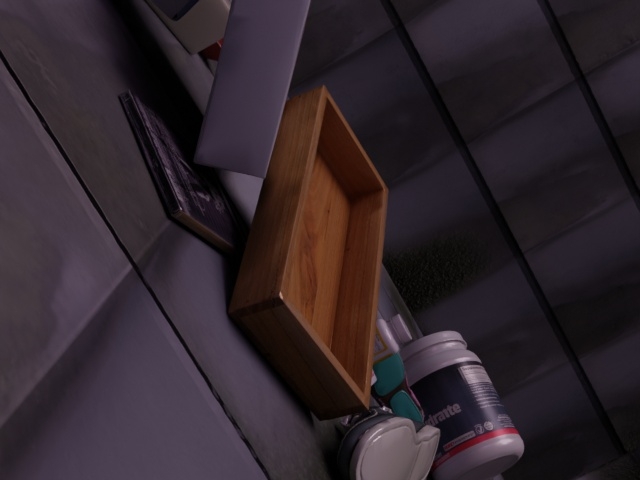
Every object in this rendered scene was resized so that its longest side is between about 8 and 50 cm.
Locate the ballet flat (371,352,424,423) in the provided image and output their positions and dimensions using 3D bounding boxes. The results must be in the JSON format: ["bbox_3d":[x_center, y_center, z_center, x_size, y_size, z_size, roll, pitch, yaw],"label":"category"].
[{"bbox_3d":[0.122,0.257,1.502,0.079,0.077,0.221,39,-21,57],"label":"ballet flat"}]

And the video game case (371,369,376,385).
[{"bbox_3d":[0.004,0.084,1.197,0.285,0.025,0.204,66,8,7],"label":"video game case"}]

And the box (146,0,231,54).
[{"bbox_3d":[-0.242,-0.436,1.393,0.094,0.113,0.275,65,6,25],"label":"box"}]

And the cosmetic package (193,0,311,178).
[{"bbox_3d":[-0.084,-0.258,1.123,0.377,0.097,0.284,-106,-151,-75],"label":"cosmetic package"}]

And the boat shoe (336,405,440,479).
[{"bbox_3d":[0.070,0.269,1.074,0.099,0.116,0.319,18,-4,24],"label":"boat shoe"}]

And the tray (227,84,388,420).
[{"bbox_3d":[0.000,0.000,1.065,0.203,0.076,0.411,55,29,-33],"label":"tray"}]

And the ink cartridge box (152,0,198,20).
[{"bbox_3d":[-0.215,-0.521,1.160,0.270,0.151,0.395,42,29,-25],"label":"ink cartridge box"}]

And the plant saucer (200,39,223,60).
[{"bbox_3d":[-0.272,-0.489,1.642,0.259,0.048,0.258,55,9,-37],"label":"plant saucer"}]

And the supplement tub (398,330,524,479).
[{"bbox_3d":[0.264,0.339,1.664,0.272,0.191,0.191,65,8,31],"label":"supplement tub"}]

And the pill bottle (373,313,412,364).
[{"bbox_3d":[0.089,0.168,1.372,0.065,0.116,0.065,61,7,-13],"label":"pill bottle"}]

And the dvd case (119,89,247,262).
[{"bbox_3d":[-0.150,-0.065,0.978,0.164,0.018,0.221,63,8,22],"label":"dvd case"}]
